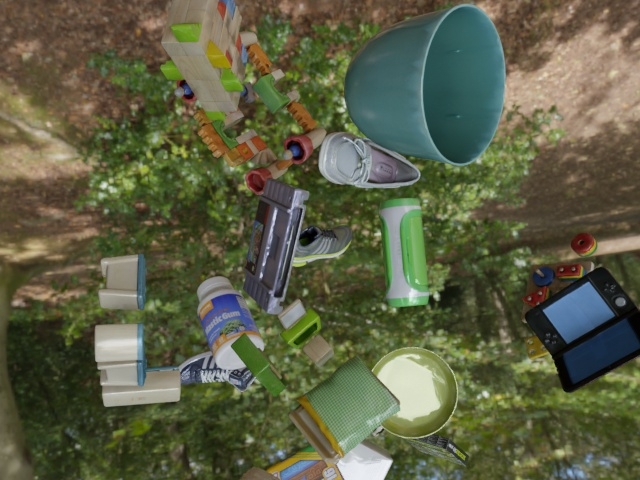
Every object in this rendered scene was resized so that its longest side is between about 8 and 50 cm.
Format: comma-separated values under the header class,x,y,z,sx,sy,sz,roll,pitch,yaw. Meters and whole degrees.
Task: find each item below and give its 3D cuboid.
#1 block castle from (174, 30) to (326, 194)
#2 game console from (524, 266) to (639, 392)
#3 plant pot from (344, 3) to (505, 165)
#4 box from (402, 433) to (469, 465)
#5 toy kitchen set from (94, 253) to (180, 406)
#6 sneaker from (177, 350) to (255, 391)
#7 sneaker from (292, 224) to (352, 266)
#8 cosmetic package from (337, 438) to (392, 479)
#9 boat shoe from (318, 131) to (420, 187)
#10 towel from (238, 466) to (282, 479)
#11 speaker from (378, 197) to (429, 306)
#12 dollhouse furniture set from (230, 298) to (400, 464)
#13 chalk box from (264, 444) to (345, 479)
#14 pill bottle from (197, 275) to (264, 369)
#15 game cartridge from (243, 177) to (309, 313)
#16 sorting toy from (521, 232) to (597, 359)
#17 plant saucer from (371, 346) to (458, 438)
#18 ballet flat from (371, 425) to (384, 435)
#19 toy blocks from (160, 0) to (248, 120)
class,x,y,z,sx,sy,sz,roll,pitch,yaw
block castle,-0.232,-0.394,1.810,0.303,0.453,0.213,-32,-173,42
game console,0.382,0.126,0.833,0.144,0.124,0.085,-40,165,24
plant pot,0.190,-0.303,1.151,0.235,0.292,0.293,12,-171,43
box,0.382,0.694,1.955,0.191,0.045,0.184,3,147,41
toy kitchen set,-0.288,0.147,0.930,0.122,0.166,0.207,0,143,-16
sneaker,-0.340,0.445,1.916,0.283,0.153,0.099,-19,136,-19
sneaker,0.000,0.000,2.053,0.300,0.111,0.121,-21,147,-34
cosmetic package,0.089,0.774,1.945,0.225,0.223,0.138,28,174,3
boat shoe,0.113,-0.174,1.312,0.103,0.118,0.321,9,180,37
towel,-0.029,0.474,0.911,0.282,0.049,0.187,27,-172,12
speaker,0.234,0.035,1.623,0.131,0.296,0.131,-4,175,0
dollhouse furniture set,-0.007,0.282,1.200,0.198,0.301,0.151,-39,146,-13
chalk box,-0.091,0.663,1.474,0.289,0.179,0.180,-21,161,-24
pill bottle,-0.286,0.243,1.758,0.153,0.272,0.152,-19,141,-16
game cartridge,-0.139,0.008,1.659,0.068,0.354,0.230,8,-170,-32
sorting toy,0.473,0.108,1.174,0.046,0.274,0.132,34,154,-34
plant saucer,0.242,0.401,1.534,0.241,0.240,0.037,-8,179,2
ballet flat,0.194,0.644,1.962,0.041,0.041,0.114,-4,142,-32
toy blocks,-0.284,-0.527,1.507,0.191,0.260,0.381,4,160,12
